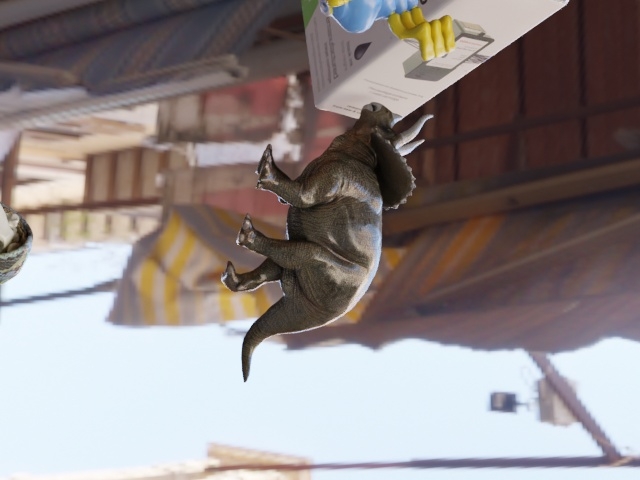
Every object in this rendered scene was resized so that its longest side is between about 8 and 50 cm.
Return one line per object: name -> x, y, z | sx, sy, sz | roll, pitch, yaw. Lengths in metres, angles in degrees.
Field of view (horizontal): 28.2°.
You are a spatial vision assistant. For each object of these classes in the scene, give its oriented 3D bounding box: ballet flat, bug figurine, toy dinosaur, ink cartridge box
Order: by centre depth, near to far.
bug figurine -> 0.047, -0.252, 0.785 | 0.072, 0.216, 0.279 | -1, -79, 32
ballet flat -> -0.284, -0.045, 0.927 | 0.070, 0.188, 0.070 | -42, -160, 19
toy dinosaur -> 0.000, 0.000, 1.241 | 0.121, 0.160, 0.313 | 176, -69, -83
ink cartridge box -> 0.104, -0.269, 1.300 | 0.273, 0.114, 0.198 | -33, -124, 46
